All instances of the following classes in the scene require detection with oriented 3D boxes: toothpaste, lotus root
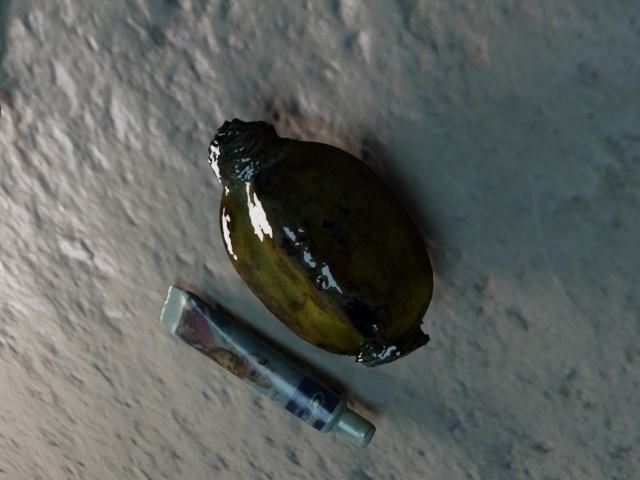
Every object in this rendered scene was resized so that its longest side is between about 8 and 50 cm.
[{"bbox_3d":[-0.047,0.113,0.732,0.216,0.037,0.062,33,131,7],"label":"toothpaste"},{"bbox_3d":[0.000,0.000,0.583,0.120,0.120,0.209,-29,107,36],"label":"lotus root"}]
